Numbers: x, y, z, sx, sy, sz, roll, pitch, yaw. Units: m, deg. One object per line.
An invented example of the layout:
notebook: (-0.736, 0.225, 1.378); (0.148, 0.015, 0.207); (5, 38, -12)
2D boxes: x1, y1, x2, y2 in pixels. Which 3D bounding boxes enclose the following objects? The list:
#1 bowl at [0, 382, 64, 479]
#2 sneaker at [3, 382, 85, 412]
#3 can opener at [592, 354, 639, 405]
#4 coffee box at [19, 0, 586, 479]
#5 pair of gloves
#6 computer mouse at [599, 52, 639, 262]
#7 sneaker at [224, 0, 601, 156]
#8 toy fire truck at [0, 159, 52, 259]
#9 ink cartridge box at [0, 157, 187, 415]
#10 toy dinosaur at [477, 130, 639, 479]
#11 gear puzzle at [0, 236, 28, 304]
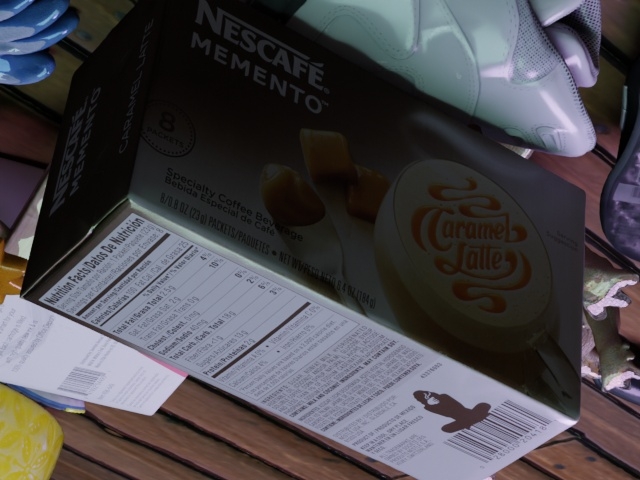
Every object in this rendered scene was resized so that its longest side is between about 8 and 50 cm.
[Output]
bowl: (-0.354, 0.192, 1.530); (0.289, 0.156, 0.289); (9, 158, 4)
sneaker: (-0.226, 0.073, 1.451); (0.144, 0.059, 0.053); (27, 178, -10)
can opener: (0.270, 0.113, 1.468); (0.186, 0.073, 0.059); (18, -173, -18)
coffee box: (0.000, 0.000, 0.935); (0.246, 0.141, 0.098); (27, 138, -24)
pair of gloves: (-0.234, -0.134, 1.100); (0.159, 0.023, 0.198); (-15, 145, 31)
computer mouse: (0.254, -0.080, 1.105); (0.184, 0.060, 0.262); (5, 140, 6)
sneaker: (0.033, -0.072, 1.056); (0.210, 0.137, 0.366); (7, 148, 0)
toy fire truck: (-0.157, -0.020, 1.201); (0.135, 0.047, 0.192); (-24, 116, 11)
ink cartridge box: (-0.186, 0.028, 1.316); (0.218, 0.092, 0.158); (13, 150, -19)
toy dinosaur: (0.109, 0.012, 1.221); (0.127, 0.200, 0.295); (-15, 128, -1)
gear puzzle: (-0.328, 0.031, 1.209); (0.339, 0.044, 0.175); (-2, 148, 18)
